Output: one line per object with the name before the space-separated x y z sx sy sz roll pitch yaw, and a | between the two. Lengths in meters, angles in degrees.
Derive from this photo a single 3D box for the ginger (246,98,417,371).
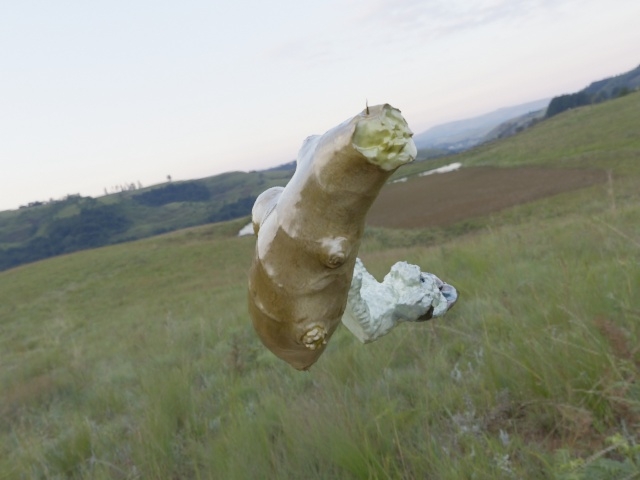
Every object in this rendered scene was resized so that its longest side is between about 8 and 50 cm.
ginger | -0.002 -0.013 0.641 0.165 0.376 0.236 24 21 -17

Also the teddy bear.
teddy bear | 0.201 0.105 1.360 0.362 0.376 0.327 -35 31 -15
